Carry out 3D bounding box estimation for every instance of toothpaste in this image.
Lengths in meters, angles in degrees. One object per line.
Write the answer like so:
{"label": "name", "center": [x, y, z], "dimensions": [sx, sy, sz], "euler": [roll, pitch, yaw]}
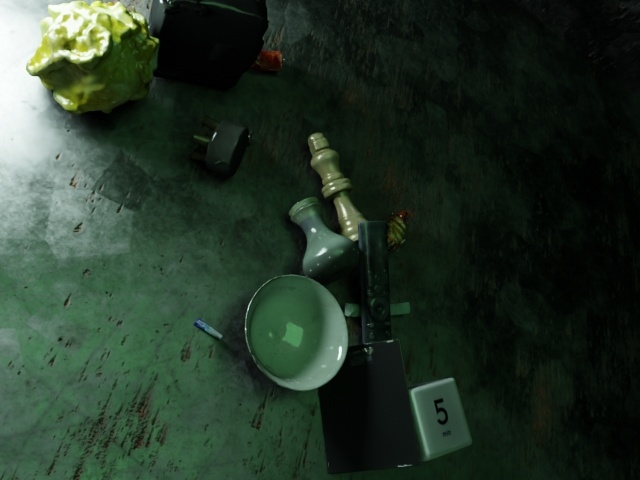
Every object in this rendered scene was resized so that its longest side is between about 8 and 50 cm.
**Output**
{"label": "toothpaste", "center": [-0.301, 0.238, 1.520], "dimensions": [0.083, 0.015, 0.024], "euler": [35, 58, -8]}

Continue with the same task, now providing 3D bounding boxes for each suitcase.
{"label": "suitcase", "center": [-0.333, -0.607, 1.639], "dimensions": [0.340, 0.345, 0.188], "euler": [6, 64, -27]}

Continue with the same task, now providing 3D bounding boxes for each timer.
{"label": "timer", "center": [0.294, 0.524, 1.655], "dimensions": [0.194, 0.192, 0.194], "euler": [-3, 73, -32]}

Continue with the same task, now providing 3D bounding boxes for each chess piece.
{"label": "chess piece", "center": [0.056, -0.172, 1.849], "dimensions": [0.117, 0.117, 0.397], "euler": [-15, 77, -35]}

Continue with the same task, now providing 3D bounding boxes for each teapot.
{"label": "teapot", "center": [0.000, 0.000, 1.715], "dimensions": [0.184, 0.183, 0.250], "euler": [-15, 67, -35]}

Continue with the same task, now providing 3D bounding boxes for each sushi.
{"label": "sushi", "center": [0.243, -0.015, 1.909], "dimensions": [0.097, 0.103, 0.226], "euler": [29, 57, 13]}

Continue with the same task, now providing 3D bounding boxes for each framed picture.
{"label": "framed picture", "center": [0.125, 0.460, 1.577], "dimensions": [0.014, 0.255, 0.338], "euler": [40, 39, -66]}

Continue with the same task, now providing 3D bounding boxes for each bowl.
{"label": "bowl", "center": [-0.091, 0.261, 1.557], "dimensions": [0.313, 0.146, 0.313], "euler": [13, 65, -29]}

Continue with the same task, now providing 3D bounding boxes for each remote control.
{"label": "remote control", "center": [0.169, 0.128, 1.749], "dimensions": [0.107, 0.044, 0.377], "euler": [-2, 90, -27]}

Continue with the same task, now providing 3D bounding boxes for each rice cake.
{"label": "rice cake", "center": [0.183, 0.220, 1.805], "dimensions": [0.245, 0.042, 0.045], "euler": [4, 82, -31]}

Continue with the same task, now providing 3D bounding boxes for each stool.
{"label": "stool", "center": [-0.290, -0.281, 1.675], "dimensions": [0.139, 0.228, 0.153], "euler": [21, 102, -1]}

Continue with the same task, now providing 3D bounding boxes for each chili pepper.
{"label": "chili pepper", "center": [-0.188, -0.607, 1.902], "dimensions": [0.123, 0.073, 0.070], "euler": [-5, 31, -35]}

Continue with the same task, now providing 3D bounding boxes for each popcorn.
{"label": "popcorn", "center": [-0.594, -0.484, 1.477], "dimensions": [0.312, 0.312, 0.312], "euler": [12, 65, -27]}
